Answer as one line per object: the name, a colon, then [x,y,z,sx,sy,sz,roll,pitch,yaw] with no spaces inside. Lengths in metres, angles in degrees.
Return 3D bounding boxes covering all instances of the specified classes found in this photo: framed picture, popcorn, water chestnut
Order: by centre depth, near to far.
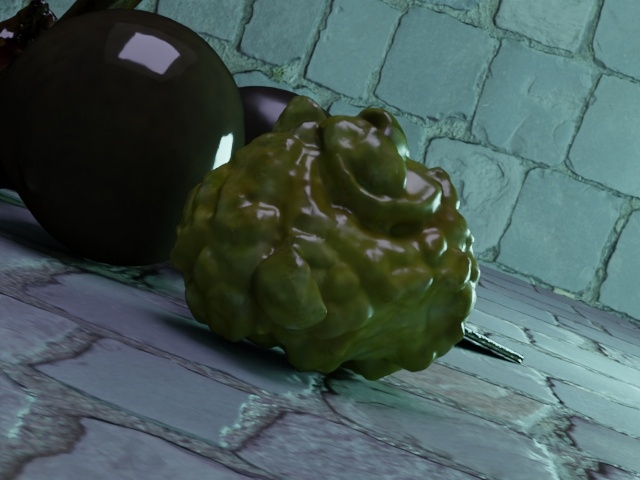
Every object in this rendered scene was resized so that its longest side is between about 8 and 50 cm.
popcorn: [0.000,0.000,1.369,0.250,0.235,0.242,0,36,-42]
framed picture: [0.072,0.062,2.046,0.265,0.016,0.347,28,-1,-41]
water chestnut: [-0.400,-0.216,2.162,0.223,0.238,0.224,22,15,-6]

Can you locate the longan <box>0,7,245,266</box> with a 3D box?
longan: [-0.198,-0.103,1.538,0.258,0.258,0.258,20,4,-2]

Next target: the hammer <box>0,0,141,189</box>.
hammer: [-0.267,-0.206,1.653,0.095,0.409,0.242,56,16,24]

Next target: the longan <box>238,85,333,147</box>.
longan: [-0.056,-0.057,1.728,0.248,0.248,0.248,20,4,-2]
